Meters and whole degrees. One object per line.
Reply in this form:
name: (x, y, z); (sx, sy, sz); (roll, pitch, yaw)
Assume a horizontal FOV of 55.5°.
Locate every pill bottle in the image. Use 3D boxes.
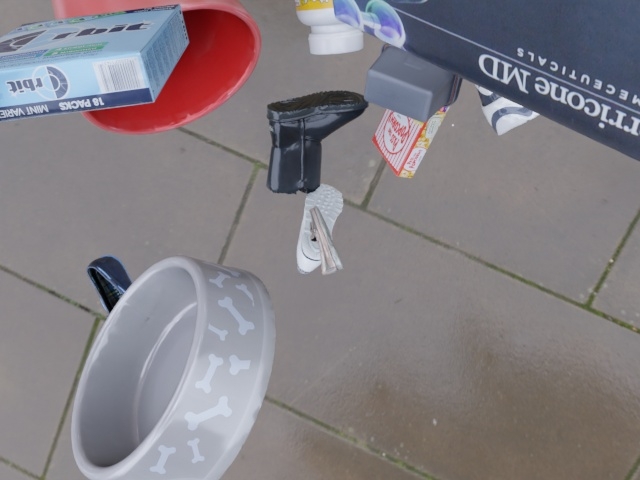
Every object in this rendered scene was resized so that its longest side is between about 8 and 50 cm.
pill bottle: (0.016, -0.401, 0.940); (0.118, 0.117, 0.208); (0, 113, 12)

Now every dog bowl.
dog bowl: (-0.214, 0.177, 0.829); (0.102, 0.348, 0.349); (32, 110, -34)

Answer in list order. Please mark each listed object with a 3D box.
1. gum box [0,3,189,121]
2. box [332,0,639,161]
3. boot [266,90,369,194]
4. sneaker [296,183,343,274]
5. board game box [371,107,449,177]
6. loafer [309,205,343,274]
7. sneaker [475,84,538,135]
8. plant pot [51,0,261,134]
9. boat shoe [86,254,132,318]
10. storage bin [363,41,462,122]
gum box: (-0.204, -0.154, 0.514); (0.157, 0.184, 0.041); (-7, 121, 2)
box: (0.150, -0.277, 0.288); (0.212, 0.395, 0.294); (-42, 57, -18)
boot: (-0.010, -0.217, 1.359); (0.247, 0.094, 0.207); (-17, 128, -24)
sneaker: (-0.011, -0.032, 1.402); (0.090, 0.235, 0.094); (21, 142, -4)
board game box: (0.194, -0.257, 1.325); (0.045, 0.146, 0.193); (3, 129, -28)
loafer: (0.000, 0.000, 1.046); (0.039, 0.045, 0.125); (-25, 68, 7)
sneaker: (0.258, -0.244, 0.778); (0.153, 0.235, 0.094); (59, 147, -6)
plant pot: (-0.261, -0.331, 0.885); (0.275, 0.275, 0.243); (-33, 75, 16)
boat shoe: (-0.443, 0.160, 1.345); (0.109, 0.089, 0.258); (-37, 88, 17)
storage bin: (0.134, -0.240, 0.912); (0.135, 0.091, 0.098); (25, 139, 17)
